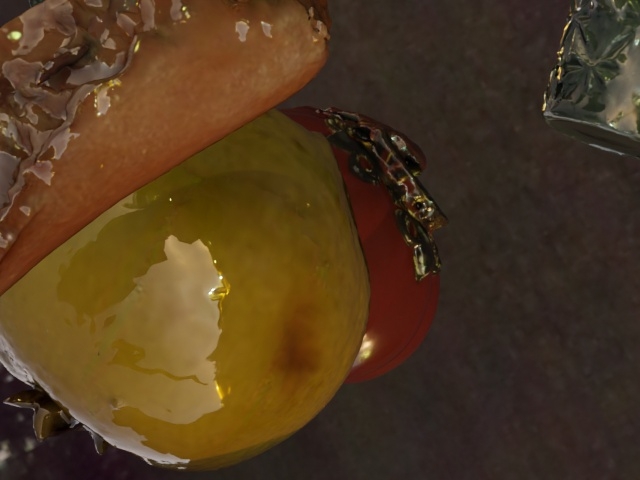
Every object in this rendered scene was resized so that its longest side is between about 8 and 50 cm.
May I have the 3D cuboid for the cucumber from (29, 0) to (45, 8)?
[{"bbox_3d":[-0.263,-0.399,1.153,0.096,0.096,0.359,-153,57,-67],"label":"cucumber"}]

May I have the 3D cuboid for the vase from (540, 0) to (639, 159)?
[{"bbox_3d":[0.247,-0.215,0.826,0.156,0.300,0.251,19,-179,44],"label":"vase"}]

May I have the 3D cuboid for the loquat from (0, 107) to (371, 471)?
[{"bbox_3d":[-0.075,0.016,0.598,0.208,0.208,0.208,57,165,25],"label":"loquat"}]

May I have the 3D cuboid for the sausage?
[{"bbox_3d":[-0.134,0.000,0.402,0.087,0.327,0.079,51,175,-11],"label":"sausage"}]

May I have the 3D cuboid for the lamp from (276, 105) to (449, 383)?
[{"bbox_3d":[0.000,0.000,0.900,0.227,0.227,0.227,57,165,25],"label":"lamp"}]
